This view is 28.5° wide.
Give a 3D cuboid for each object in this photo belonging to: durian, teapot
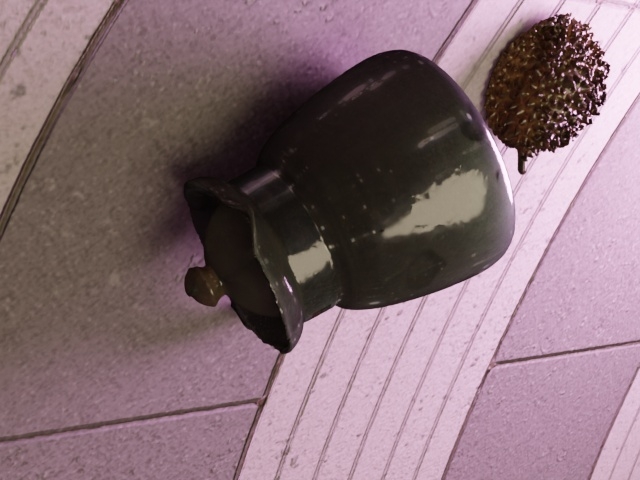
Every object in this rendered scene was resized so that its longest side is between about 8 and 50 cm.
[{"bbox_3d":[0.255,-0.149,1.366,0.148,0.091,0.188,-8,127,-41],"label":"durian"},{"bbox_3d":[-0.008,-0.021,1.168,0.285,0.305,0.223,-28,101,-16],"label":"teapot"}]
